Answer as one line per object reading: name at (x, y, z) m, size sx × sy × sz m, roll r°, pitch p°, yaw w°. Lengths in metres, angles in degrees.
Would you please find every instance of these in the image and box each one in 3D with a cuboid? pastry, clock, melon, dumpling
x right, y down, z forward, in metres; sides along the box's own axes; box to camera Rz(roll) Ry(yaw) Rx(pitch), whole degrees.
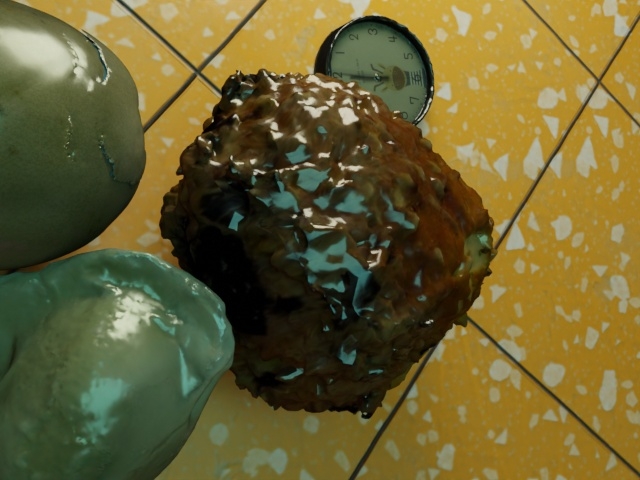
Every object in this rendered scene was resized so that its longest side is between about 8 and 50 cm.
pastry at (0.003, 0.017, 0.831) m, size 0.405 × 0.292 × 0.337 m, roll 36°, pitch 53°, yaw -22°
clock at (0.082, -0.234, 1.044) m, size 0.184 × 0.040 × 0.184 m, roll 4°, pitch 80°, yaw -24°
melon at (-0.329, -0.102, 0.722) m, size 0.330 × 0.268 × 0.268 m, roll -2°, pitch 82°, yaw -44°
dumpling at (-0.237, 0.168, 0.723) m, size 0.320 × 0.212 × 0.270 m, roll -47°, pitch 131°, yaw -21°
